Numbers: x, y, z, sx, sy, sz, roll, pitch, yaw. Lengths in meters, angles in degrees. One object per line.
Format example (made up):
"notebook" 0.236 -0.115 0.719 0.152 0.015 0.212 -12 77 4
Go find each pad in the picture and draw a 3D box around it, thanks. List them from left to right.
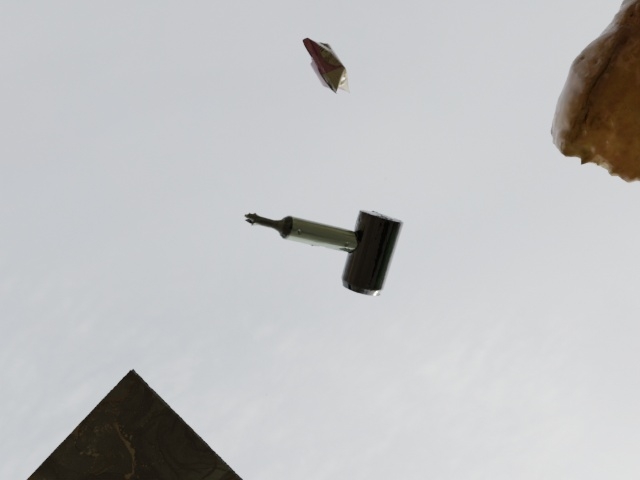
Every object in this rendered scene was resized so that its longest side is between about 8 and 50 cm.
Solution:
"pad" -0.205 0.357 0.723 0.367 0.007 0.247 35 -106 26

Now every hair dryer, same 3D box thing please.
"hair dryer" 0.000 0.000 0.718 0.197 0.057 0.100 14 -83 -23

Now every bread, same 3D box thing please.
"bread" 0.411 -0.180 0.668 0.340 0.179 0.194 -16 -137 -37

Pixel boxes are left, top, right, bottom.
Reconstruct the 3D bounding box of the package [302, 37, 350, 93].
"package" 0.009 -0.173 0.604 0.029 0.083 0.059 -29 -85 17
